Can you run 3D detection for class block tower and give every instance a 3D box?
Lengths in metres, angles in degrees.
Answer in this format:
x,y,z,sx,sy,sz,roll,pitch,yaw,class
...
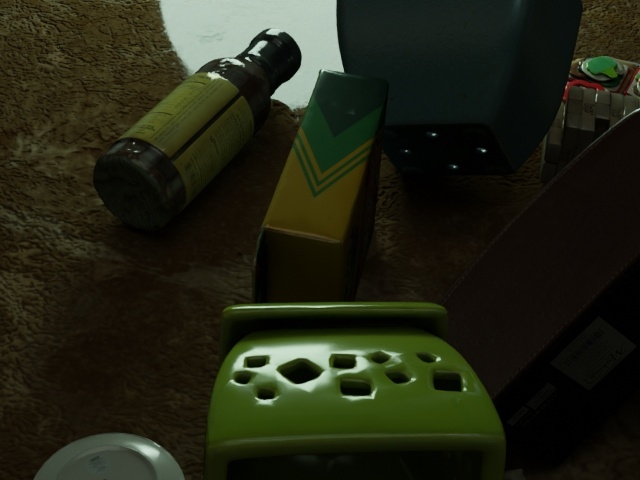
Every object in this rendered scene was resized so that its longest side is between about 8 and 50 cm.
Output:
x,y,z,sx,sy,sz,roll,pitch,yaw,class
0.439,-0.101,1.433,0.335,0.091,0.097,9,43,7,block tower

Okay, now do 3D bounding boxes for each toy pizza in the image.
x,y,z,sx,sy,sz,roll,pitch,yaw,class
0.396,-0.190,1.571,0.201,0.032,0.201,2,42,-2,toy pizza

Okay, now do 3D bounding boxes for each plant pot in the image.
x,y,z,sx,sy,sz,roll,pitch,yaw,class
0.016,0.176,0.998,0.227,0.228,0.207,-1,35,-6,plant pot
0.158,-0.214,1.397,0.247,0.248,0.252,0,70,23,plant pot

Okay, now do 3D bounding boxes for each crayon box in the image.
x,y,z,sx,sy,sz,roll,pitch,yaw,class
0.000,0.000,1.204,0.081,0.202,0.318,10,43,7,crayon box

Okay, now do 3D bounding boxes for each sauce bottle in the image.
x,y,z,sx,sy,sz,roll,pitch,yaw,class
-0.130,-0.145,1.423,0.111,0.111,0.344,22,44,19,sauce bottle

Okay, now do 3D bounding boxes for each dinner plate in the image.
x,y,z,sx,sy,sz,roll,pitch,yaw,class
-0.192,0.225,1.074,0.141,0.017,0.141,2,40,-2,dinner plate

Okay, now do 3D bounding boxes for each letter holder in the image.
x,y,z,sx,sy,sz,roll,pitch,yaw,class
0.233,0.017,1.114,0.302,0.152,0.214,-47,44,12,letter holder

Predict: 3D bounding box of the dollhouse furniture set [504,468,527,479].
x,y,z,sx,sy,sz,roll,pitch,yaw,class
0.144,0.219,1.063,0.151,0.076,0.058,32,51,27,dollhouse furniture set
